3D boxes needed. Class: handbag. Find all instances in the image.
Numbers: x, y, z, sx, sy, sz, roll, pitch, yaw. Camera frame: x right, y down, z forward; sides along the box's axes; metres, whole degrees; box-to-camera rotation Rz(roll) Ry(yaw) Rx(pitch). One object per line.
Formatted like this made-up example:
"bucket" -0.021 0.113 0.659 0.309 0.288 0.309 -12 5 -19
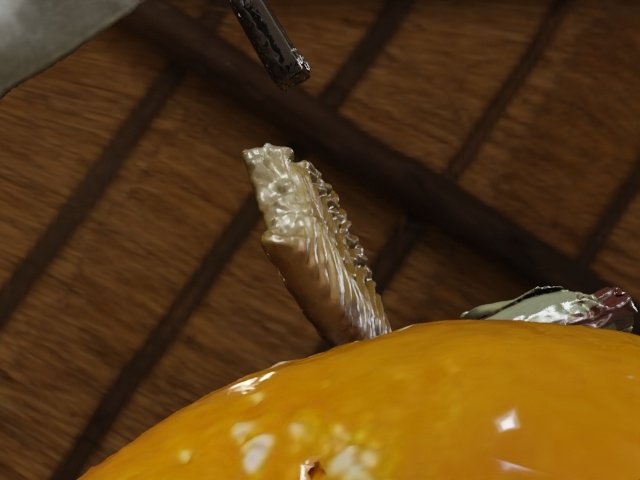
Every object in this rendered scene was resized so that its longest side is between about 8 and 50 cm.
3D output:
"handbag" 0.191 0.122 1.481 0.235 0.213 0.127 -16 -102 -3

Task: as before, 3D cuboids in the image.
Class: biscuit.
"biscuit" 0.001 0.000 0.916 0.031 0.228 0.176 -25 -62 8

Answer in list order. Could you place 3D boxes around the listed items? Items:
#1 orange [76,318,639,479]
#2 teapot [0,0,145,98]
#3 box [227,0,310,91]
"orange" 0.051 0.204 0.415 0.424 0.424 0.326 -39 -51 -27
"teapot" -0.182 -0.231 0.571 0.300 0.253 0.344 -28 -72 14
"box" -0.047 -0.171 1.103 0.027 0.126 0.125 -29 -88 5
